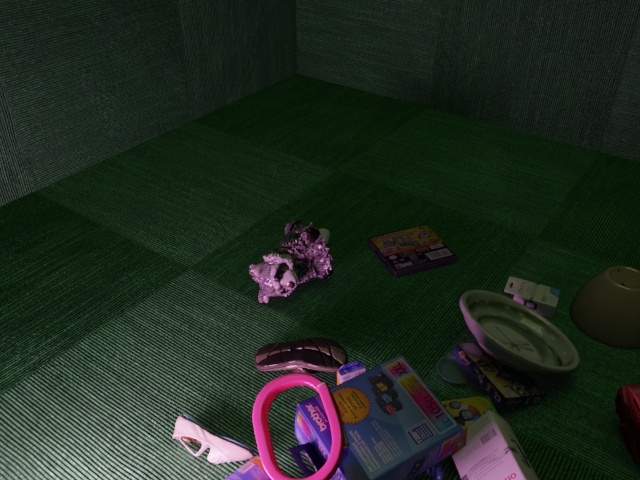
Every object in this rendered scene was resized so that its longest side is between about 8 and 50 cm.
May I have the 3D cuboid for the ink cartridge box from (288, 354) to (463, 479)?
[{"bbox_3d":[0.114,0.494,1.555,0.395,0.151,0.270,-21,48,-24],"label":"ink cartridge box"}]

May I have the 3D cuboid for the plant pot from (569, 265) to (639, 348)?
[{"bbox_3d":[1.013,0.199,2.086,0.284,0.191,0.284,1,35,-1],"label":"plant pot"}]

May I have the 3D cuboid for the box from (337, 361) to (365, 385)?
[{"bbox_3d":[0.089,0.413,1.799,0.081,0.136,0.028,-14,37,-19],"label":"box"}]

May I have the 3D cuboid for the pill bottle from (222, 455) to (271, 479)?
[{"bbox_3d":[-0.213,0.644,1.441,0.272,0.152,0.152,-29,44,-35],"label":"pill bottle"}]

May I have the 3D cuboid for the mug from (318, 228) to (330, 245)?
[{"bbox_3d":[0.004,0.000,2.489,0.062,0.078,0.064,27,39,-20],"label":"mug"}]

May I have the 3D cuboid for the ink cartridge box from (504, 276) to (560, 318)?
[{"bbox_3d":[0.746,0.200,2.193,0.180,0.060,0.104,16,38,21],"label":"ink cartridge box"}]

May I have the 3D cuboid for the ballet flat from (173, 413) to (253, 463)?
[{"bbox_3d":[-0.295,0.550,1.656,0.248,0.086,0.086,18,38,26],"label":"ballet flat"}]

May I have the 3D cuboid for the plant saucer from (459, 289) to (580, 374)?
[{"bbox_3d":[0.602,0.305,1.937,0.400,0.101,0.400,21,23,-9],"label":"plant saucer"}]

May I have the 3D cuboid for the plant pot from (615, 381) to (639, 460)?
[{"bbox_3d":[0.958,0.473,1.643,0.265,0.272,0.272,-7,34,4],"label":"plant pot"}]

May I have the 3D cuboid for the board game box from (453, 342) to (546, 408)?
[{"bbox_3d":[0.537,0.401,1.870,0.165,0.042,0.243,3,30,-28],"label":"board game box"}]

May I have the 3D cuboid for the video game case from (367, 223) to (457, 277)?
[{"bbox_3d":[0.360,0.036,2.451,0.274,0.035,0.248,-13,37,-18],"label":"video game case"}]

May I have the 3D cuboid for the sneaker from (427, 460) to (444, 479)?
[{"bbox_3d":[0.286,0.584,1.629,0.059,0.053,0.144,-5,26,-10],"label":"sneaker"}]

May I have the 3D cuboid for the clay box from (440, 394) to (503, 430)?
[{"bbox_3d":[0.418,0.507,1.742,0.222,0.053,0.127,-6,34,-9],"label":"clay box"}]

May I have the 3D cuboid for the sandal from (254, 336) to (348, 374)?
[{"bbox_3d":[-0.056,0.370,1.917,0.302,0.086,0.120,-4,37,19],"label":"sandal"}]

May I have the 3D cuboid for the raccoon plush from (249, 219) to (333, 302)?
[{"bbox_3d":[-0.142,0.085,2.312,0.299,0.216,0.446,-25,11,-12],"label":"raccoon plush"}]

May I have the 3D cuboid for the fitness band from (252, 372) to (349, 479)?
[{"bbox_3d":[-0.052,0.448,1.464,0.209,0.054,0.291,-23,50,2],"label":"fitness band"}]

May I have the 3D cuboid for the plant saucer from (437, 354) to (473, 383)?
[{"bbox_3d":[0.422,0.406,1.919,0.119,0.021,0.119,0,35,0],"label":"plant saucer"}]

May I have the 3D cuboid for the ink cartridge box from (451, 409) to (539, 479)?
[{"bbox_3d":[0.435,0.568,1.550,0.092,0.158,0.218,35,21,-28],"label":"ink cartridge box"}]
